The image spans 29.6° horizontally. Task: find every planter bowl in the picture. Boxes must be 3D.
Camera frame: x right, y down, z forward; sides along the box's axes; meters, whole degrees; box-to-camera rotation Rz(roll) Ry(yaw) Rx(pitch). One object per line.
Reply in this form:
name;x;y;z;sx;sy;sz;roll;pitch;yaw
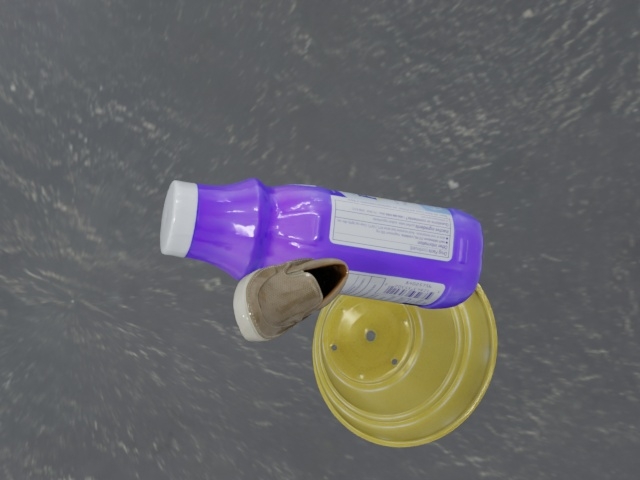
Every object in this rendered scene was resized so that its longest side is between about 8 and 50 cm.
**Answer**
planter bowl;0.069;0.106;1.275;0.217;0.090;0.217;-6;76;26

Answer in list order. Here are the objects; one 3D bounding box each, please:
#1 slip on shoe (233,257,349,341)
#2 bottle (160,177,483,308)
slip on shoe;-0.020;0.040;0.909;0.041;0.135;0.051;-17;90;26
bottle;0.000;0.000;1.094;0.282;0.118;0.092;9;79;-15
